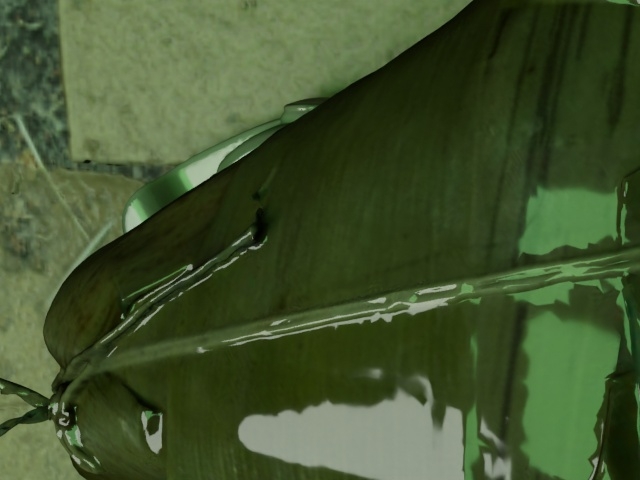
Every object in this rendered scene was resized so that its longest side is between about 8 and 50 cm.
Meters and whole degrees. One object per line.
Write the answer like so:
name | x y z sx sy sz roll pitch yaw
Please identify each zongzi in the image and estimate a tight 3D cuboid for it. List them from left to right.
zongzi | 0.007 -0.034 0.621 0.447 0.181 0.418 6 93 29

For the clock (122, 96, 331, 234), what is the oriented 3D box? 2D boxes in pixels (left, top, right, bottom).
clock | 0.000 0.000 0.744 0.191 0.062 0.151 -30 90 24
